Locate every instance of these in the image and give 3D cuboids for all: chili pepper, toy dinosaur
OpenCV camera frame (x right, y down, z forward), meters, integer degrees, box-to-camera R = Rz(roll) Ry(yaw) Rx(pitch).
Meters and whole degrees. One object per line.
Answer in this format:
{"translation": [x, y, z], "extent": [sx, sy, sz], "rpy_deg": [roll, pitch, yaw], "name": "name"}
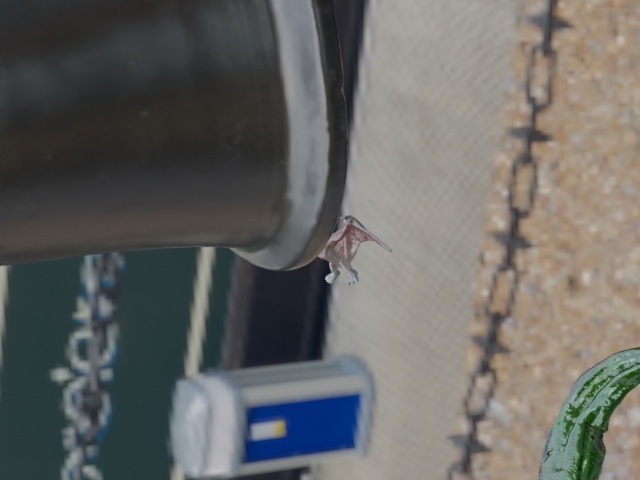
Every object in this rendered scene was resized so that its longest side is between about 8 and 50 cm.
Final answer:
{"translation": [0.236, 0.162, 1.466], "extent": [0.073, 0.050, 0.182], "rpy_deg": [13, 69, 57], "name": "chili pepper"}
{"translation": [0.001, -0.001, 1.857], "extent": [0.220, 0.032, 0.108], "rpy_deg": [8, 140, 46], "name": "toy dinosaur"}

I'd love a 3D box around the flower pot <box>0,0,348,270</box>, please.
{"translation": [-0.107, -0.079, 0.554], "extent": [0.235, 0.148, 0.235], "rpy_deg": [52, 154, 39], "name": "flower pot"}
